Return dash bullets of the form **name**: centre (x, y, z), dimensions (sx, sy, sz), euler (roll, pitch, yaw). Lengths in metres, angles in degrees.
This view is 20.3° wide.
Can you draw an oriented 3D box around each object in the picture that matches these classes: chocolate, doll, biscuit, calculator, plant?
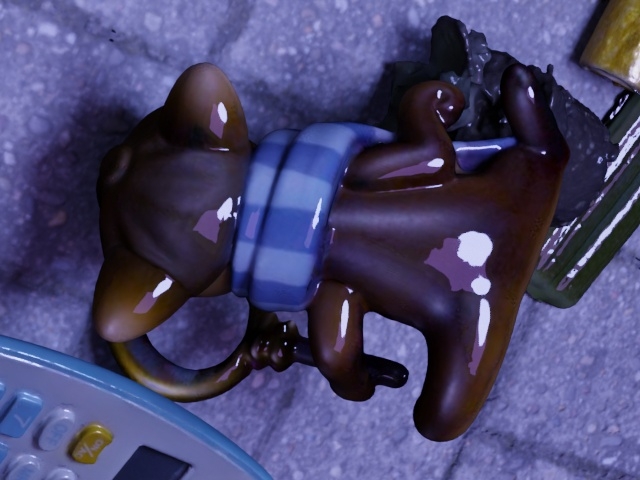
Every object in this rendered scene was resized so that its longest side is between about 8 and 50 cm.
- **chocolate**: centre (0.297, -0.230, 1.515), dimensions (0.085, 0.085, 0.219), euler (20, 97, -32)
- **doll**: centre (0.001, -0.001, 1.328), dimensions (0.339, 0.209, 0.318), euler (10, 103, -6)
- **biscuit**: centre (0.286, -0.078, 1.591), dimensions (0.099, 0.038, 0.322), euler (39, 88, -36)
- **calculator**: centre (-0.239, 0.184, 1.359), dimensions (0.386, 0.054, 0.256), euler (24, 117, -31)
- **plant**: centre (0.137, -0.092, 1.449), dimensions (0.203, 0.131, 0.142), euler (17, 103, -31)
